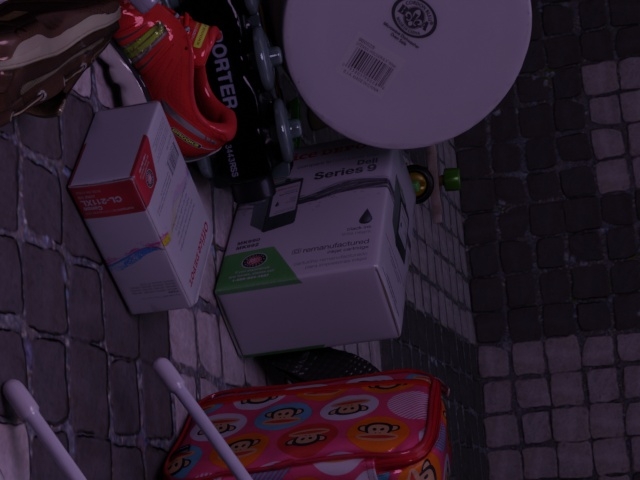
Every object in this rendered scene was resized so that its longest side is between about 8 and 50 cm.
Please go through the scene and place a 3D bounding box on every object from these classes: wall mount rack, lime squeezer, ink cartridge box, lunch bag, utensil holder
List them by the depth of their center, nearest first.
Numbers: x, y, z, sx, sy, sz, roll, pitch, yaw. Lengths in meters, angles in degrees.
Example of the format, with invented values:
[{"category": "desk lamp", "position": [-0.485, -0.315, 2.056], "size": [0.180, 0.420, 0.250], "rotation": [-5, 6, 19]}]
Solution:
[{"category": "wall mount rack", "position": [-0.146, 0.261, 1.244], "size": [0.350, 0.130, 0.304], "rotation": [-2, 88, -60]}, {"category": "ink cartridge box", "position": [-0.177, -0.030, 1.448], "size": [0.127, 0.072, 0.175], "rotation": [-81, 158, -49]}, {"category": "lunch bag", "position": [-0.005, 0.226, 1.536], "size": [0.258, 0.293, 0.120], "rotation": [-66, 146, -70]}, {"category": "ink cartridge box", "position": [0.000, 0.000, 1.829], "size": [0.289, 0.211, 0.121], "rotation": [-80, 156, -51]}, {"category": "utensil holder", "position": [0.079, -0.323, 1.856], "size": [0.385, 0.328, 0.327], "rotation": [-111, -174, -66]}, {"category": "lime squeezer", "position": [0.009, -0.107, 2.039], "size": [0.310, 0.110, 0.059], "rotation": [38, -39, 45]}]

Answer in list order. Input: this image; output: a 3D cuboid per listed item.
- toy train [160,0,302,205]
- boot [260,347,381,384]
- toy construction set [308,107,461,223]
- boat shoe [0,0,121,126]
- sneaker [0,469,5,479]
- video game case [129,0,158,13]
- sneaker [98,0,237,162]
[{"category": "toy train", "position": [-0.109, -0.211, 1.702], "size": [0.190, 0.142, 0.334], "rotation": [-86, 163, -78]}, {"category": "boot", "position": [0.034, 0.196, 1.860], "size": [0.083, 0.246, 0.161], "rotation": [-51, 148, -7]}, {"category": "toy construction set", "position": [0.102, -0.127, 2.216], "size": [0.257, 0.237, 0.309], "rotation": [43, 41, -67]}, {"category": "boat shoe", "position": [-0.249, -0.154, 1.245], "size": [0.257, 0.095, 0.095], "rotation": [-44, 139, -65]}, {"category": "sneaker", "position": [-0.270, 0.163, 0.973], "size": [0.118, 0.110, 0.292], "rotation": [-90, 173, -53]}, {"category": "video game case", "position": [-0.207, -0.328, 1.414], "size": [0.193, 0.023, 0.212], "rotation": [46, 26, -13]}, {"category": "sneaker", "position": [-0.164, -0.214, 1.482], "size": [0.107, 0.118, 0.279], "rotation": [-72, 143, -59]}]
